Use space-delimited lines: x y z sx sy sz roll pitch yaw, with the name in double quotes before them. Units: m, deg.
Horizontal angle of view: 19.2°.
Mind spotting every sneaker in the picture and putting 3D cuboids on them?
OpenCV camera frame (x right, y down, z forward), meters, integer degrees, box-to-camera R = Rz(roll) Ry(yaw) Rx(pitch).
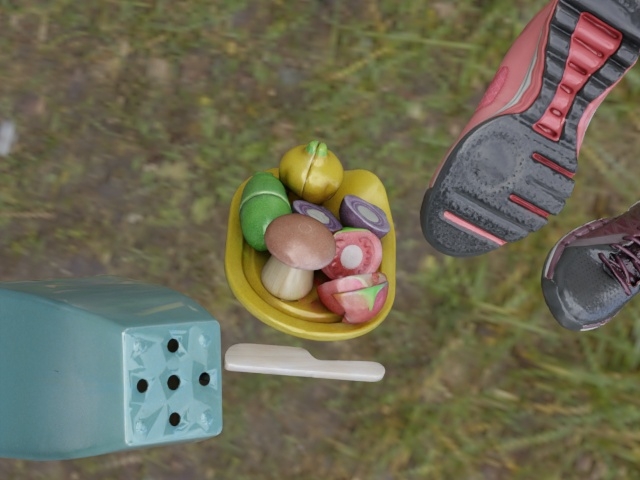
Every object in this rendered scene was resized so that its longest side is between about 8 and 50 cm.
"sneaker" 0.204 -0.118 1.801 0.116 0.136 0.314 34 94 -8
"sneaker" 0.372 -0.004 2.114 0.281 0.162 0.106 -35 94 -41

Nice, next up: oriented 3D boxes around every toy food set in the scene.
"toy food set" 0.000 0.000 1.356 0.128 0.218 0.071 11 132 -9

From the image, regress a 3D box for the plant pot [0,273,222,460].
"plant pot" -0.198 0.122 1.760 0.166 0.234 0.165 -3 94 -38
